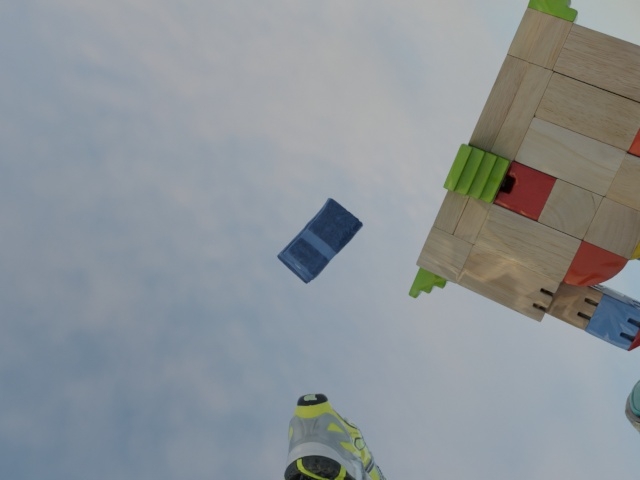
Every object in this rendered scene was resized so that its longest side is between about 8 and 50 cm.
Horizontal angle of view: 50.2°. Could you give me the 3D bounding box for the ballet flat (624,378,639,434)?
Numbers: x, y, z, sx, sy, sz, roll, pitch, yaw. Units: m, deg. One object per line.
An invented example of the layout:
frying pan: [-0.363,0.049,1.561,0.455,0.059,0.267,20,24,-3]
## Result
ballet flat: [0.468,0.260,0.879,0.123,0.123,0.348,55,-164,9]

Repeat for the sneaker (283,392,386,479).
sneaker: [0.046,0.391,1.198,0.384,0.145,0.147,68,-162,-53]

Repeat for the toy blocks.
toy blocks: [0.282,-0.055,0.717,0.261,0.381,0.191,25,-164,15]

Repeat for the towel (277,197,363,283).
towel: [0.000,0.000,0.962,0.067,0.119,0.029,41,174,30]
